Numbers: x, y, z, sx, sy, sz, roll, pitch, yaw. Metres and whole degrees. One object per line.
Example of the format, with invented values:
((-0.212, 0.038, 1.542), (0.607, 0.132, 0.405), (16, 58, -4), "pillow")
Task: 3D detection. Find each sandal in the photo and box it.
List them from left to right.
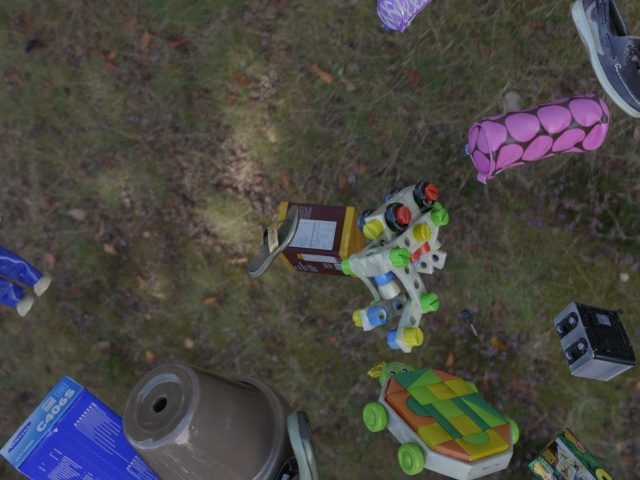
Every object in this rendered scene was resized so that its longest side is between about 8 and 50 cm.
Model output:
((-0.101, -0.001, 1.565), (0.049, 0.072, 0.180), (34, 101, -26), "sandal")
((-0.042, 0.402, 1.202), (0.086, 0.120, 0.302), (-11, 114, -9), "sandal")

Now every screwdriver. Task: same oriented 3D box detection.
((0.359, 0.197, 1.783), (0.025, 0.024, 0.170), (-38, 148, 6), "screwdriver")

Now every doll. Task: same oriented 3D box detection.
((-0.423, 0.018, 0.908), (0.189, 0.046, 0.129), (34, 107, -33), "doll")

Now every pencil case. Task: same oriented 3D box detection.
((0.214, -0.539, 1.631), (0.088, 0.206, 0.086), (42, 165, 14), "pencil case")
((0.328, -0.155, 1.138), (0.210, 0.095, 0.098), (-14, 113, -10), "pencil case")

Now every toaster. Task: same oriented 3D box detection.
((0.705, 0.258, 1.935), (0.186, 0.168, 0.110), (12, 140, -25), "toaster")

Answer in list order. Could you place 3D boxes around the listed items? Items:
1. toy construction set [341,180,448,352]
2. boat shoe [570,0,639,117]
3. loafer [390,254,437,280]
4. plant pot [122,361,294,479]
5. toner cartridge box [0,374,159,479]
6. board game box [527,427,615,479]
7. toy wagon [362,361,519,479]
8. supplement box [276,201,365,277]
((0.150, 0.027, 1.291), (0.151, 0.327, 0.215), (-17, 103, 26), "toy construction set")
((0.607, -0.388, 1.539), (0.092, 0.103, 0.285), (-35, 67, 44), "boat shoe")
((0.237, 0.065, 2.035), (0.170, 0.062, 0.061), (-16, 138, -10), "loafer")
((-0.205, 0.317, 1.261), (0.263, 0.263, 0.229), (-8, 143, 29), "plant pot")
((-0.385, 0.408, 1.357), (0.075, 0.165, 0.347), (14, 148, 44), "toner cartridge box")
((0.437, 0.414, 1.143), (0.259, 0.136, 0.030), (49, 121, 18), "board game box")
((0.215, 0.333, 1.493), (0.344, 0.267, 0.068), (43, 128, 45), "toy wagon")
((0.000, 0.000, 1.945), (0.194, 0.129, 0.191), (5, 162, 14), "supplement box")
